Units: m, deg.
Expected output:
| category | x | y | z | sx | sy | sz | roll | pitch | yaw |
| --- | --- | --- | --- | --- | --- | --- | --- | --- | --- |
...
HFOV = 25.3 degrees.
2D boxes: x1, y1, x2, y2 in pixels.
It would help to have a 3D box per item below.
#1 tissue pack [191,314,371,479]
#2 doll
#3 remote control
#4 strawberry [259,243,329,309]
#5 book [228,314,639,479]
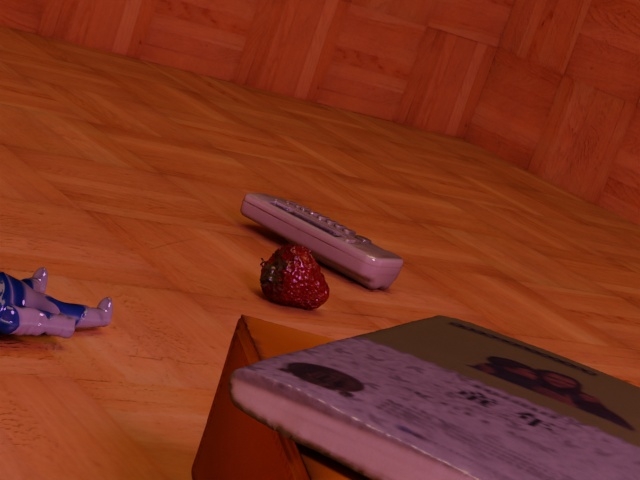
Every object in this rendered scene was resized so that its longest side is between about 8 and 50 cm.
| category | x | y | z | sx | sy | sz | roll | pitch | yaw |
| --- | --- | --- | --- | --- | --- | --- | --- | --- | --- |
| tissue pack | 0.036 | 0.176 | 0.899 | 0.194 | 0.145 | 0.274 | 14 | 13 | -14 |
| doll | -0.268 | 0.049 | 1.196 | 0.114 | 0.057 | 0.227 | 29 | 13 | 22 |
| remote control | 0.000 | -0.001 | 1.845 | 0.230 | 0.049 | 0.090 | 28 | 16 | 34 |
| strawberry | -0.026 | 0.043 | 1.581 | 0.083 | 0.073 | 0.073 | 28 | 6 | -31 |
| book | 0.117 | 0.111 | 0.898 | 0.239 | 0.035 | 0.352 | 22 | 12 | 21 |
